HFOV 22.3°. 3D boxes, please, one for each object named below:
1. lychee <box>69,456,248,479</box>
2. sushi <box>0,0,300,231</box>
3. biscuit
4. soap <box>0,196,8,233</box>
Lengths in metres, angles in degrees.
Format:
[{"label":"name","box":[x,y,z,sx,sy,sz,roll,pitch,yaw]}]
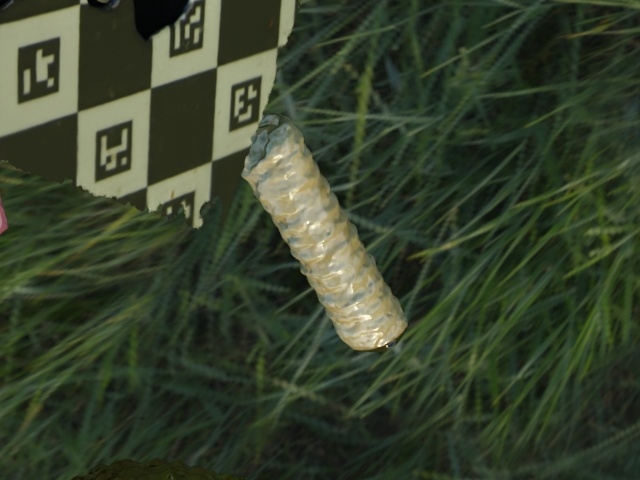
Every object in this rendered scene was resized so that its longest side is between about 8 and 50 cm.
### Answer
[{"label":"lychee","box":[-0.112,0.272,1.092,0.270,0.320,0.270,40,144,38]},{"label":"sushi","box":[-0.096,-0.152,0.728,0.050,0.290,0.264,20,93,31]},{"label":"biscuit","box":[0.000,0.000,1.263,0.061,0.055,0.219,-17,118,24]},{"label":"soap","box":[-0.545,-0.069,1.754,0.128,0.360,0.233,36,140,54]}]
